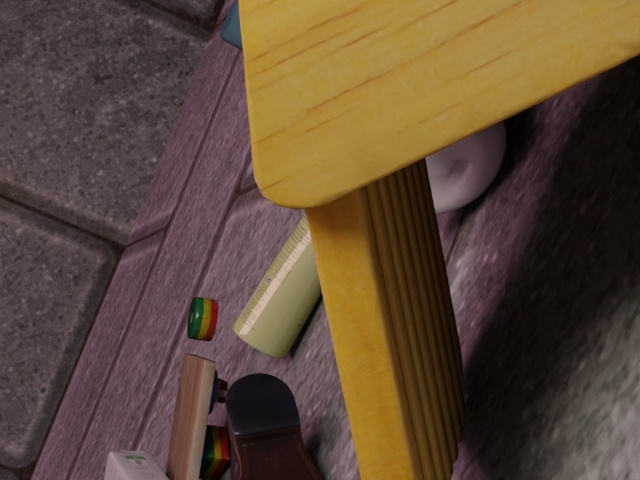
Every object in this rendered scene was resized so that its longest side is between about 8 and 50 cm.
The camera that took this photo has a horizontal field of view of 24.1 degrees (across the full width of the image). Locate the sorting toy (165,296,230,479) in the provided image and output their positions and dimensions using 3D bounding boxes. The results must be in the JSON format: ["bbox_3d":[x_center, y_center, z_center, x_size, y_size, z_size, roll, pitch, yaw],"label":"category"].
[{"bbox_3d":[-0.121,0.198,1.554,0.132,0.046,0.274,175,104,-75],"label":"sorting toy"}]

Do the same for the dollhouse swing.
[{"bbox_3d":[0.127,-0.055,0.844,0.315,0.305,0.347,-25,5,12],"label":"dollhouse swing"}]

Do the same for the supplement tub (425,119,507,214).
[{"bbox_3d":[0.077,-0.133,1.164,0.144,0.144,0.199,-53,19,45],"label":"supplement tub"}]

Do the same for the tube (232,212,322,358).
[{"bbox_3d":[0.000,0.000,1.447,0.070,0.062,0.240,34,98,32],"label":"tube"}]

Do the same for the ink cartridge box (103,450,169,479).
[{"bbox_3d":[-0.175,0.342,1.515,0.225,0.056,0.181,39,120,56],"label":"ink cartridge box"}]

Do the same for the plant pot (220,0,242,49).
[{"bbox_3d":[0.028,-0.224,1.500,0.165,0.166,0.234,-64,22,10],"label":"plant pot"}]

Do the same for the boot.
[{"bbox_3d":[-0.037,0.224,1.223,0.106,0.082,0.219,89,176,-46],"label":"boot"}]
